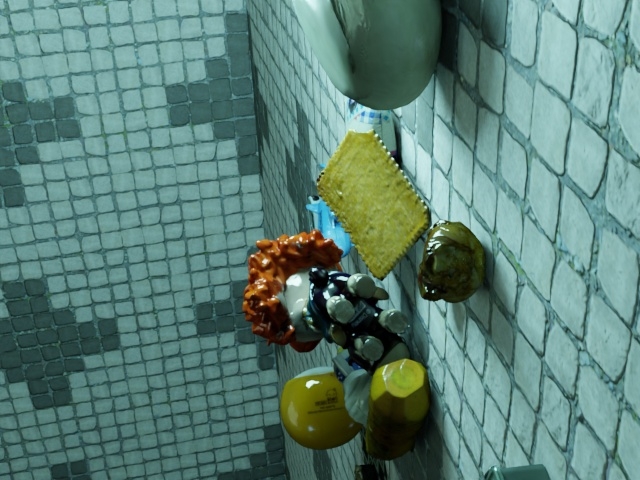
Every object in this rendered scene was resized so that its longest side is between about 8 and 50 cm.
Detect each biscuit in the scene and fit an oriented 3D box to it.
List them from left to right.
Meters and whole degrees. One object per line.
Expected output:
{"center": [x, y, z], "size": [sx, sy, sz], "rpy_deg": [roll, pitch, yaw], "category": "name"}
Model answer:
{"center": [0.086, -0.069, 1.578], "size": [0.232, 0.013, 0.237], "rpy_deg": [58, 146, 16], "category": "biscuit"}

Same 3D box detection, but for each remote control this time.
{"center": [0.000, 0.000, 2.378], "size": [0.087, 0.047, 0.244], "rpy_deg": [-116, 20, -70], "category": "remote control"}

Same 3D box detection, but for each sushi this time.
{"center": [0.117, 0.612, 2.228], "size": [0.264, 0.050, 0.290], "rpy_deg": [-163, 65, -79], "category": "sushi"}

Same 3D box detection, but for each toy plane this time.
{"center": [0.032, -0.032, 1.994], "size": [0.271, 0.105, 0.254], "rpy_deg": [-118, 20, -59], "category": "toy plane"}

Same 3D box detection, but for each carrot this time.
{"center": [0.139, 0.319, 1.670], "size": [0.302, 0.114, 0.114], "rpy_deg": [92, 166, -56], "category": "carrot"}

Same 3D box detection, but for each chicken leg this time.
{"center": [0.181, 0.044, 1.316], "size": [0.251, 0.087, 0.107], "rpy_deg": [95, -177, -77], "category": "chicken leg"}

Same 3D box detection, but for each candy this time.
{"center": [0.073, -0.333, 1.279], "size": [0.295, 0.185, 0.295], "rpy_deg": [59, 167, 23], "category": "candy"}

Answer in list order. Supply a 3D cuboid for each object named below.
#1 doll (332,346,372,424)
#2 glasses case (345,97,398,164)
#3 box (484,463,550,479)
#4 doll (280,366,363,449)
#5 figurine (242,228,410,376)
{"center": [0.090, 0.300, 1.924], "size": [0.138, 0.119, 0.293], "rpy_deg": [39, -177, -17], "category": "doll"}
{"center": [0.094, -0.119, 1.639], "size": [0.125, 0.076, 0.327], "rpy_deg": [-130, 32, -64], "category": "glasses case"}
{"center": [0.257, 0.340, 1.137], "size": [0.084, 0.069, 0.122], "rpy_deg": [92, 166, -54], "category": "box"}
{"center": [0.005, 0.417, 2.229], "size": [0.236, 0.213, 0.213], "rpy_deg": [102, 157, -69], "category": "doll"}
{"center": [0.012, 0.129, 1.758], "size": [0.412, 0.241, 0.306], "rpy_deg": [23, 170, 41], "category": "figurine"}
